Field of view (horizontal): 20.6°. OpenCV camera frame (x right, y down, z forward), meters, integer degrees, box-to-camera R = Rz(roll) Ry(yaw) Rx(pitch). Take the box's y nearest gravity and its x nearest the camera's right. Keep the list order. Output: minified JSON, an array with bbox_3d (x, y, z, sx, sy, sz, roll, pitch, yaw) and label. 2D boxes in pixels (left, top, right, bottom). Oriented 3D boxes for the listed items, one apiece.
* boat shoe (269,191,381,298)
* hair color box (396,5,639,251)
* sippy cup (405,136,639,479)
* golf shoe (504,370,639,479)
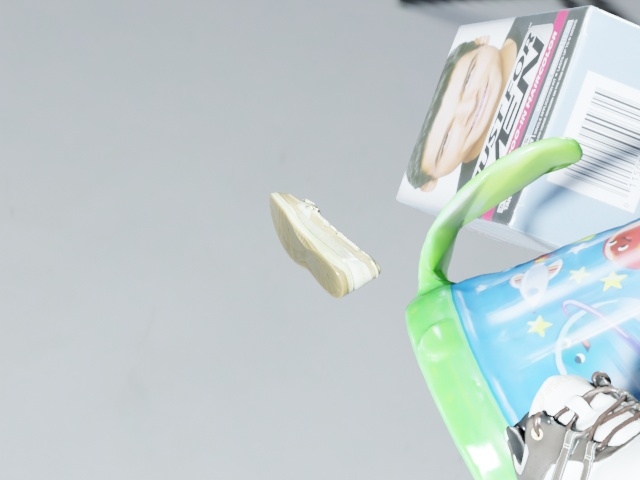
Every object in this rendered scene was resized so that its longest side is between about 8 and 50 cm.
[{"bbox_3d":[0.000,-0.001,1.690,0.048,0.056,0.153,-22,39,-21],"label":"boat shoe"},{"bbox_3d":[0.187,-0.091,1.533,0.113,0.374,0.185,21,90,-11],"label":"hair color box"},{"bbox_3d":[0.207,0.087,1.125,0.224,0.240,0.305,-30,104,10],"label":"sippy cup"},{"bbox_3d":[0.138,0.105,0.853,0.077,0.198,0.094,-28,81,-24],"label":"golf shoe"}]
